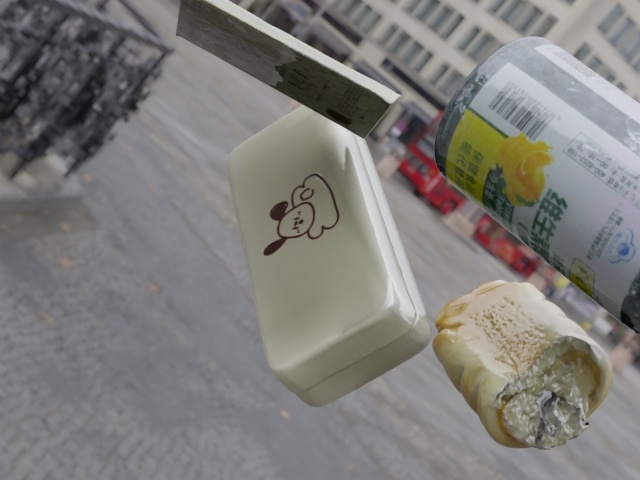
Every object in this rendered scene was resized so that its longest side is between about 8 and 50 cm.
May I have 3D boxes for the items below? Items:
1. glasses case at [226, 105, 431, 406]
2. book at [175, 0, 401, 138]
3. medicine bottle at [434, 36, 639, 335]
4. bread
[{"bbox_3d":[0.000,0.000,1.176,0.070,0.131,0.312,48,18,-39],"label":"glasses case"},{"bbox_3d":[-0.032,-0.152,1.116,0.199,0.016,0.138,28,-10,-4],"label":"book"},{"bbox_3d":[0.232,-0.026,0.987,0.293,0.141,0.141,41,6,28],"label":"medicine bottle"},{"bbox_3d":[0.170,0.104,1.111,0.177,0.119,0.084,55,-10,52],"label":"bread"}]
